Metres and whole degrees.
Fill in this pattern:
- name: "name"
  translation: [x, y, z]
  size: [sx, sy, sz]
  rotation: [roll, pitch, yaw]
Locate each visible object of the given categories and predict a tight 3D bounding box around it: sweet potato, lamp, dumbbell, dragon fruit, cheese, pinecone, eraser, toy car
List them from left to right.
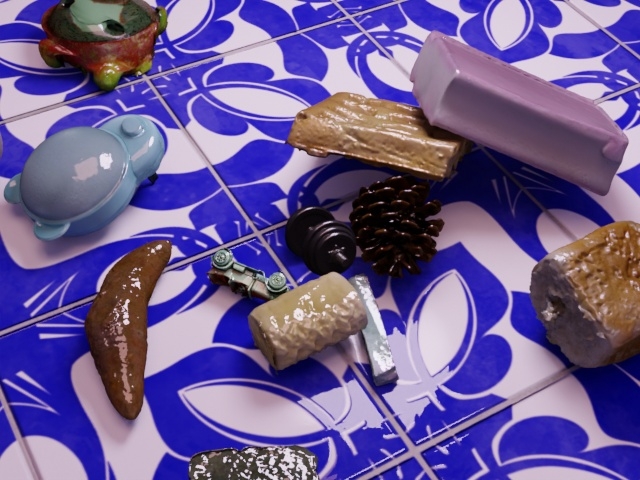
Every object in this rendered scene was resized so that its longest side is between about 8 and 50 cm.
- name: "lamp"
  translation: [-0.407, -0.122, 1.647]
  size: [0.284, 0.147, 0.209]
  rotation: [-28, 53, -26]
- name: "dragon fruit"
  translation: [-0.461, -0.442, 1.957]
  size: [0.268, 0.130, 0.295]
  rotation: [-10, 48, -19]
- name: "sweet potato"
  translation: [-0.311, 0.125, 1.466]
  size: [0.114, 0.092, 0.341]
  rotation: [14, 47, -13]
- name: "toy car"
  translation: [-0.117, 0.067, 1.546]
  size: [0.143, 0.073, 0.054]
  rotation: [23, 66, 16]
- name: "cheese"
  translation: [-0.022, 0.125, 1.467]
  size: [0.167, 0.094, 0.123]
  rotation: [-24, 28, -16]
- name: "dumbbell"
  translation: [0.000, 0.000, 1.575]
  size: [0.099, 0.099, 0.208]
  rotation: [-17, 26, -18]
- name: "pinecone"
  translation: [0.130, -0.012, 1.574]
  size: [0.163, 0.163, 0.165]
  rotation: [1, 55, -3]
- name: "eraser"
  translation: [0.357, -0.238, 1.698]
  size: [0.359, 0.122, 0.272]
  rotation: [20, 23, -13]

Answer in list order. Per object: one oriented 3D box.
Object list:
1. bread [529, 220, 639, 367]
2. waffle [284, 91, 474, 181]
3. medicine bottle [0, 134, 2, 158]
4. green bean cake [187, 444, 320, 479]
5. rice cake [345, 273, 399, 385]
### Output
- name: "bread"
  translation: [0.447, 0.094, 1.486]
  size: [0.246, 0.176, 0.195]
  rotation: [-21, 64, -24]
- name: "waffle"
  translation: [0.120, -0.196, 1.700]
  size: [0.304, 0.078, 0.348]
  rotation: [15, 19, 11]
- name: "medicine bottle"
  translation: [-0.700, -0.115, 1.561]
  size: [0.241, 0.241, 0.302]
  rotation: [14, 39, 10]
- name: "green bean cake"
  translation: [-0.087, 0.372, 1.252]
  size: [0.183, 0.094, 0.185]
  rotation: [-4, 48, -6]
- name: "rice cake"
  translation: [0.083, 0.141, 1.514]
  size: [0.043, 0.034, 0.211]
  rotation: [-12, 50, -3]
